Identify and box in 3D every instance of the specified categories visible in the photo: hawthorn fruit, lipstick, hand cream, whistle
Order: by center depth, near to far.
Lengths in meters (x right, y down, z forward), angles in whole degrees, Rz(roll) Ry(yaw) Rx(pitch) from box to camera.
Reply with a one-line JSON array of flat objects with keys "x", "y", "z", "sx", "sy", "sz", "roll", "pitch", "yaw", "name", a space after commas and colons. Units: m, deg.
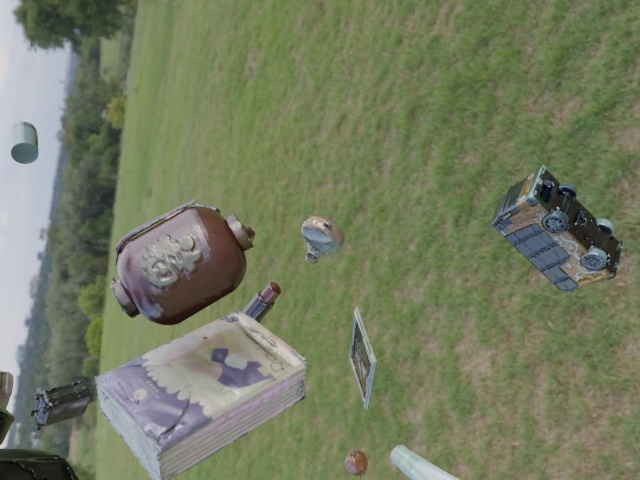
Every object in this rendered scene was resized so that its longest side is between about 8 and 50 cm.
[{"x": 0.231, "y": 0.509, "z": 1.313, "sx": 0.078, "sy": 0.050, "sz": 0.205, "roll": -43, "pitch": 31, "yaw": -18, "name": "hand cream"}, {"x": 0.000, "y": 0.000, "z": 1.484, "sx": 0.057, "sy": 0.107, "sz": 0.220, "roll": -60, "pitch": -3, "yaw": -27, "name": "whistle"}, {"x": 0.105, "y": 0.637, "z": 1.695, "sx": 0.067, "sy": 0.066, "sz": 0.103, "roll": -4, "pitch": 105, "yaw": 69, "name": "hawthorn fruit"}, {"x": -0.222, "y": 0.243, "z": 1.939, "sx": 0.300, "sy": 0.081, "sz": 0.081, "roll": -49, "pitch": 35, "yaw": 25, "name": "lipstick"}]

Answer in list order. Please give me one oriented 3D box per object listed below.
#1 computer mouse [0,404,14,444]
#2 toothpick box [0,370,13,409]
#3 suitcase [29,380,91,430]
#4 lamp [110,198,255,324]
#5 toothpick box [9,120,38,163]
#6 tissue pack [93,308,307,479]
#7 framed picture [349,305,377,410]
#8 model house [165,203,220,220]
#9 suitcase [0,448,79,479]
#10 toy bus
[{"x": -0.612, "y": 0.283, "z": 0.946, "sx": 0.295, "sy": 0.168, "sz": 0.087, "roll": 41, "pitch": -126, "yaw": -77, "name": "computer mouse"}, {"x": -0.791, "y": 0.334, "z": 1.343, "sx": 0.111, "sy": 0.180, "sz": 0.111, "roll": -24, "pitch": 57, "yaw": 43, "name": "toothpick box"}, {"x": -0.609, "y": 0.386, "z": 1.435, "sx": 0.059, "sy": 0.126, "sz": 0.086, "roll": 49, "pitch": 124, "yaw": 27, "name": "suitcase"}, {"x": -0.234, "y": 0.035, "z": 1.047, "sx": 0.180, "sy": 0.258, "sz": 0.180, "roll": 57, "pitch": 173, "yaw": 10, "name": "lamp"}, {"x": -0.590, "y": -0.195, "z": 1.213, "sx": 0.083, "sy": 0.052, "sz": 0.052, "roll": 60, "pitch": 139, "yaw": 43, "name": "toothpick box"}, {"x": -0.221, "y": 0.282, "z": 1.179, "sx": 0.242, "sy": 0.343, "sz": 0.125, "roll": 29, "pitch": 128, "yaw": 40, "name": "tissue pack"}, {"x": 0.126, "y": 0.370, "z": 1.891, "sx": 0.216, "sy": 0.016, "sz": 0.273, "roll": -108, "pitch": 15, "yaw": -44, "name": "framed picture"}, {"x": -0.296, "y": 0.041, "z": 1.498, "sx": 0.301, "sy": 0.190, "sz": 0.271, "roll": -18, "pitch": 37, "yaw": 48, "name": "model house"}, {"x": -0.379, "y": 0.405, "z": 0.682, "sx": 0.188, "sy": 0.339, "sz": 0.345, "roll": -44, "pitch": 62, "yaw": 0, "name": "suitcase"}, {"x": 0.542, "y": -0.022, "z": 1.408, "sx": 0.167, "sy": 0.275, "sz": 0.138, "roll": -36, "pitch": 16, "yaw": 50, "name": "toy bus"}]
